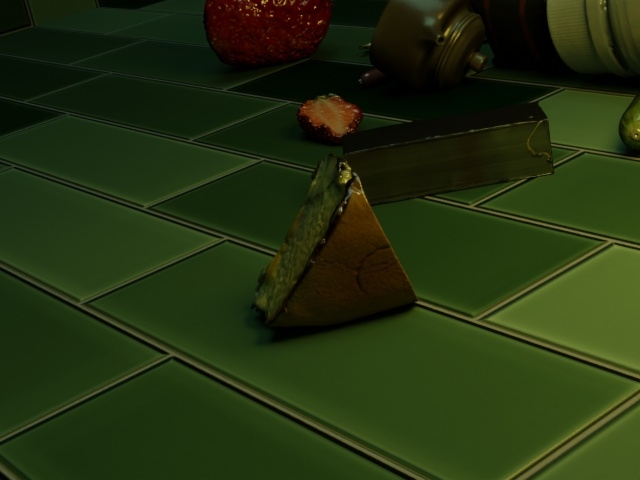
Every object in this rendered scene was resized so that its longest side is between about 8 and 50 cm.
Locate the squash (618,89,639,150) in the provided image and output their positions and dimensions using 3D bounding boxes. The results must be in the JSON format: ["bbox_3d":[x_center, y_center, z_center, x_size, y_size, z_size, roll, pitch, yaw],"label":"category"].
[{"bbox_3d":[0.454,-0.179,1.581,0.066,0.066,0.229,0,23,25],"label":"squash"}]

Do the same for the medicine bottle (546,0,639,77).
[{"bbox_3d":[0.523,-0.361,1.751,0.245,0.245,0.306,-29,21,-38],"label":"medicine bottle"}]

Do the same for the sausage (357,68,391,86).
[{"bbox_3d":[0.158,-0.318,2.109,0.223,0.029,0.029,-22,24,-26],"label":"sausage"}]

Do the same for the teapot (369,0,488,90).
[{"bbox_3d":[0.203,-0.334,1.964,0.175,0.185,0.268,33,11,15],"label":"teapot"}]

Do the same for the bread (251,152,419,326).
[{"bbox_3d":[0.000,0.000,1.222,0.169,0.160,0.140,-14,22,-8],"label":"bread"}]

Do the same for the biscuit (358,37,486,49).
[{"bbox_3d":[0.218,-0.395,2.265,0.292,0.026,0.048,-3,0,21],"label":"biscuit"}]

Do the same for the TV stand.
[{"bbox_3d":[0.167,-0.115,1.538,0.269,0.083,0.088,-9,21,2],"label":"TV stand"}]

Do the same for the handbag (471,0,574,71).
[{"bbox_3d":[0.367,-0.378,1.973,0.155,0.169,0.215,-40,35,-26],"label":"handbag"}]

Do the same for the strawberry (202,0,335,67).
[{"bbox_3d":[-0.117,-0.462,2.337,0.277,0.257,0.257,-37,30,-19],"label":"strawberry"}]

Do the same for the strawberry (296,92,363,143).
[{"bbox_3d":[0.016,-0.188,1.839,0.104,0.048,0.152,-8,35,-11],"label":"strawberry"}]
